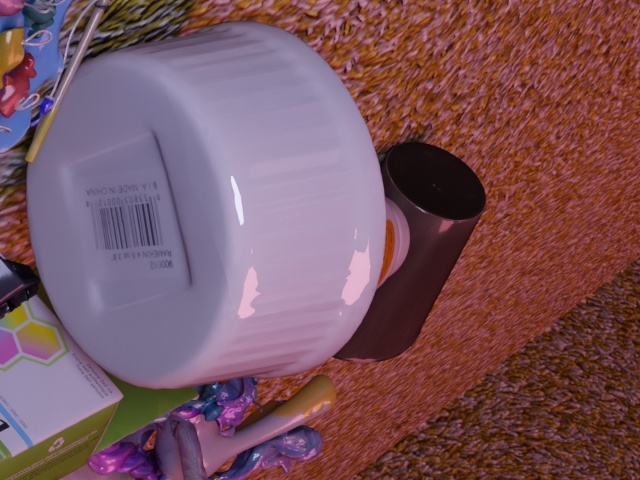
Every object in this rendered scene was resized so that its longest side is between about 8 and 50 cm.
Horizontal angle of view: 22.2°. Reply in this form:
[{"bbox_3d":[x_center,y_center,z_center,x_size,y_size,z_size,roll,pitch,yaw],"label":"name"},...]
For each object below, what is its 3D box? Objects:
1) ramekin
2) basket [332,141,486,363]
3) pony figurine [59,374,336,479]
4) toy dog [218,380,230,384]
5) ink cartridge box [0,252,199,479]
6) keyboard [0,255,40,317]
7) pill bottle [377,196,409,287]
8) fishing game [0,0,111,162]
[{"bbox_3d":[-0.097,-0.022,1.209,0.135,0.277,0.277,-12,147,-46],"label":"ramekin"},{"bbox_3d":[0.087,0.009,1.903,0.204,0.154,0.227,-27,154,-45],"label":"basket"},{"bbox_3d":[-0.151,0.217,1.765,0.363,0.302,0.351,-20,121,-43],"label":"pony figurine"},{"bbox_3d":[-0.078,0.002,1.481,0.220,0.161,0.334,-28,159,-39],"label":"toy dog"},{"bbox_3d":[-0.229,0.085,1.311,0.255,0.189,0.097,-27,157,-43],"label":"ink cartridge box"},{"bbox_3d":[-0.304,0.108,0.949,0.317,0.033,0.201,-35,177,-2],"label":"keyboard"},{"bbox_3d":[0.000,0.000,1.693,0.136,0.136,0.245,-48,162,19],"label":"pill bottle"},{"bbox_3d":[-0.199,-0.111,1.024,0.189,0.041,0.264,-64,168,-3],"label":"fishing game"}]
